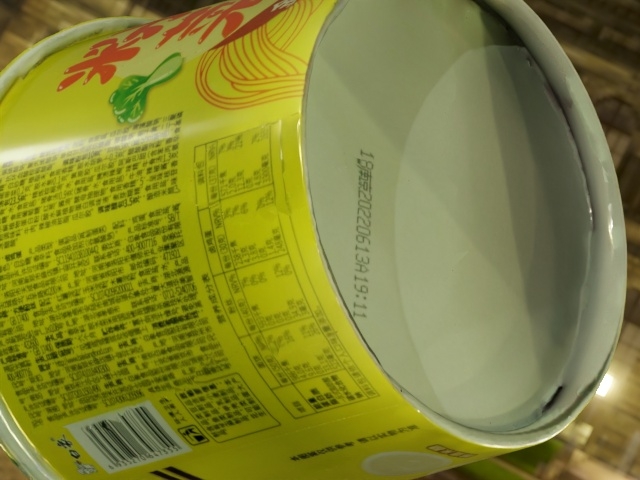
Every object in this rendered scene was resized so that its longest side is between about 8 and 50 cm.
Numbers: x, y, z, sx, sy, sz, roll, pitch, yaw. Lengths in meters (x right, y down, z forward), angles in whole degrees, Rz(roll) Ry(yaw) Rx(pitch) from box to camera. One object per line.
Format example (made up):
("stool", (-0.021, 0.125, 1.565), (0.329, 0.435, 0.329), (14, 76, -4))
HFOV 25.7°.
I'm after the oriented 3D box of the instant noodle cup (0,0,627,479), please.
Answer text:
("instant noodle cup", (0.000, 0.000, 0.710), (0.222, 0.311, 0.311), (-14, -33, 43))
